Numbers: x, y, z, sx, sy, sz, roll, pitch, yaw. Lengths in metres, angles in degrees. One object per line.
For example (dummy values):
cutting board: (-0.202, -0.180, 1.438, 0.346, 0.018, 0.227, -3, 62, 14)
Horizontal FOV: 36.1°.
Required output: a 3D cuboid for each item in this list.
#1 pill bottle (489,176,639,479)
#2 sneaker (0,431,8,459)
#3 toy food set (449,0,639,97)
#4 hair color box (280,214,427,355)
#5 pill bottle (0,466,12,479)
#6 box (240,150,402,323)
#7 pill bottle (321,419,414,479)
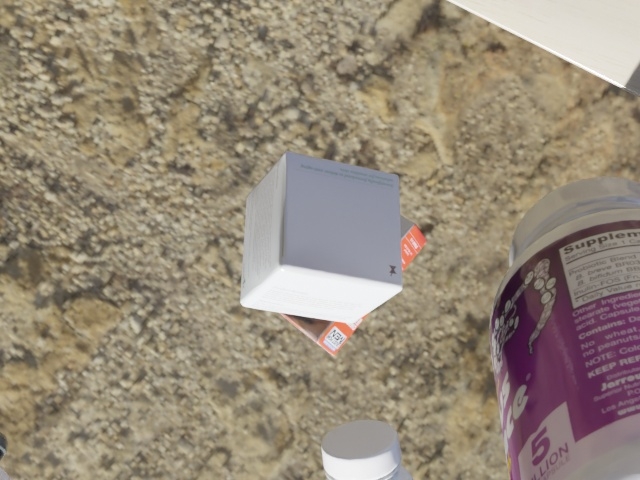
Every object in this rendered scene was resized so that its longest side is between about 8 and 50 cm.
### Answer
pill bottle: (0.187, 0.085, 0.578, 0.301, 0.169, 0.169, -83, 174, -59)
sneaker: (-0.404, 0.248, 0.937, 0.228, 0.130, 0.087, -14, 142, 10)
toy food set: (0.156, -0.206, 0.513, 0.219, 0.306, 0.092, -64, -178, 15)
hair color box: (0.027, 0.032, 1.088, 0.167, 0.093, 0.053, -51, 148, -5)
pill bottle: (-0.383, 0.300, 0.751, 0.319, 0.176, 0.176, -39, 137, 5)
box: (0.000, 0.000, 0.765, 0.101, 0.087, 0.101, 11, 64, -22)
pill bottle: (0.067, 0.365, 1.320, 0.131, 0.131, 0.229, -23, 113, -35)
